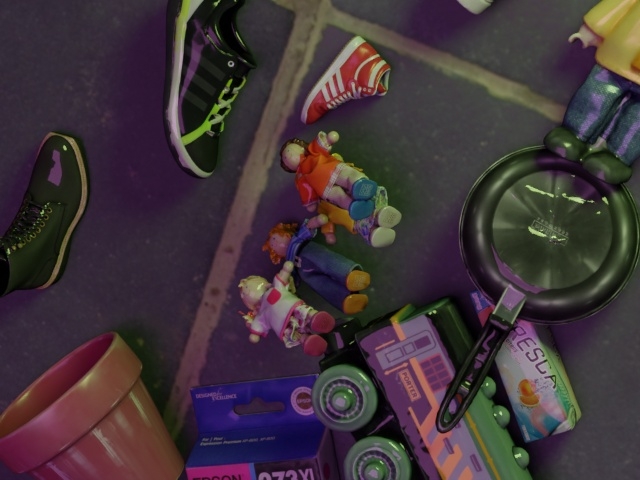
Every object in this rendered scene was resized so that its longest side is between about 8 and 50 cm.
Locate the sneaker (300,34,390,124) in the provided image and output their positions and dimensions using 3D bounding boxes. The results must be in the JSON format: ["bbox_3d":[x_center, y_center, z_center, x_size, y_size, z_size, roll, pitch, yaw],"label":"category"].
[{"bbox_3d":[0.031,-0.165,1.883,0.067,0.042,0.118,41,109,12],"label":"sneaker"}]

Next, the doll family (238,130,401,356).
[{"bbox_3d":[0.000,0.000,1.882,0.163,0.118,0.263,34,112,42],"label":"doll family"}]

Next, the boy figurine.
[{"bbox_3d":[0.352,-0.196,1.733,0.177,0.092,0.285,36,114,13],"label":"boy figurine"}]

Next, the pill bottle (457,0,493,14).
[{"bbox_3d":[0.195,-0.309,1.774,0.137,0.078,0.078,-43,84,22],"label":"pill bottle"}]

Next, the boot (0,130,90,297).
[{"bbox_3d":[-0.344,-0.025,1.999,0.076,0.137,0.198,13,104,17],"label":"boot"}]

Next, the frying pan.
[{"bbox_3d":[0.197,0.032,1.795,0.326,0.053,0.197,-38,82,-4],"label":"frying pan"}]

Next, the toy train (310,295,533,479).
[{"bbox_3d":[0.123,0.223,1.873,0.190,0.142,0.334,-26,89,18],"label":"toy train"}]

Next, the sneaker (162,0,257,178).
[{"bbox_3d":[-0.123,-0.185,1.914,0.097,0.084,0.235,2,101,19],"label":"sneaker"}]

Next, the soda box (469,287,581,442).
[{"bbox_3d":[0.229,0.126,1.856,0.058,0.063,0.183,-20,93,23],"label":"soda box"}]

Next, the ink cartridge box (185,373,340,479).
[{"bbox_3d":[-0.055,0.353,2.010,0.175,0.069,0.371,-8,95,21],"label":"ink cartridge box"}]

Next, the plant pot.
[{"bbox_3d":[-0.268,0.241,2.005,0.201,0.201,0.180,-33,103,23],"label":"plant pot"}]
